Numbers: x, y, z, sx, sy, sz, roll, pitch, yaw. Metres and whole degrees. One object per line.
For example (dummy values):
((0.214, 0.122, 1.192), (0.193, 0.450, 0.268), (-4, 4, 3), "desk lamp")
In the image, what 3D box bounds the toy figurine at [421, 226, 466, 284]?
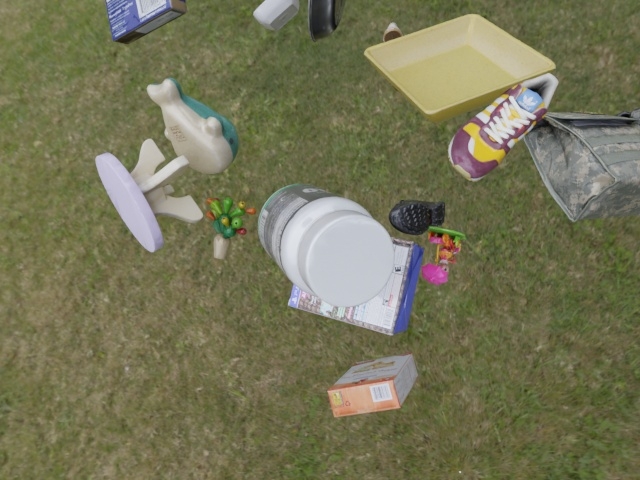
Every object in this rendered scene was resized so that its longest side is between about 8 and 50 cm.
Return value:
((0.355, 0.053, 1.444), (0.130, 0.173, 0.159), (11, 87, 41), "toy figurine")

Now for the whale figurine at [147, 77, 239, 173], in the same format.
((-0.318, -0.304, 1.263), (0.216, 0.272, 0.141), (0, 45, 41), "whale figurine")

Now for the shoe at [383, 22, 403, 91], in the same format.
((0.238, -0.560, 1.505), (0.076, 0.219, 0.058), (-10, 49, 11), "shoe")

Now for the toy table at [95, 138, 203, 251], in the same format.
((-0.437, -0.124, 1.273), (0.161, 0.252, 0.274), (-33, 101, -33), "toy table")

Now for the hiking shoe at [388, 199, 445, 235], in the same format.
((0.227, -0.061, 1.262), (0.114, 0.226, 0.086), (6, 98, 41), "hiking shoe")

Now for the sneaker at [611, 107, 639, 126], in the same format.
((0.840, -0.258, 1.256), (0.087, 0.130, 0.227), (-30, 57, -26), "sneaker")

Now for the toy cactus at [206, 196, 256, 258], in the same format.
((-0.274, -0.037, 1.435), (0.219, 0.112, 0.181), (20, 102, 47), "toy cactus")

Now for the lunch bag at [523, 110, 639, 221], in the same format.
((0.630, -0.201, 1.132), (0.235, 0.169, 0.287), (-5, 54, -23), "lunch bag")

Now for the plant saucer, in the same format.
((0.320, -0.409, 1.189), (0.332, 0.081, 0.333), (-21, 49, -9), "plant saucer")

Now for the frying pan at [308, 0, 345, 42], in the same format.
((0.029, -0.508, 0.846), (0.053, 0.197, 0.326), (13, 94, 6), "frying pan")

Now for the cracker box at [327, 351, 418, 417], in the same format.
((0.131, 0.335, 1.157), (0.155, 0.232, 0.067), (-16, 86, 20), "cracker box")

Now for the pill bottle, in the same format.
((0.000, 0.000, 1.025), (0.204, 0.204, 0.361), (-41, 22, -5), "pill bottle")

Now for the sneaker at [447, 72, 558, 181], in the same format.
((0.230, -0.150, 0.615), (0.069, 0.084, 0.185), (43, 60, 1), "sneaker")

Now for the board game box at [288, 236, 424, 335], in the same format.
((0.095, 0.094, 1.281), (0.291, 0.141, 0.232), (13, 89, 24), "board game box")

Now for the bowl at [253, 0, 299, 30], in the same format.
((-0.124, -0.698, 1.490), (0.142, 0.142, 0.053), (-36, 91, 14), "bowl")

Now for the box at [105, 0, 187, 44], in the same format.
((-0.266, -0.415, 0.696), (0.136, 0.036, 0.225), (-7, 96, 34), "box")
